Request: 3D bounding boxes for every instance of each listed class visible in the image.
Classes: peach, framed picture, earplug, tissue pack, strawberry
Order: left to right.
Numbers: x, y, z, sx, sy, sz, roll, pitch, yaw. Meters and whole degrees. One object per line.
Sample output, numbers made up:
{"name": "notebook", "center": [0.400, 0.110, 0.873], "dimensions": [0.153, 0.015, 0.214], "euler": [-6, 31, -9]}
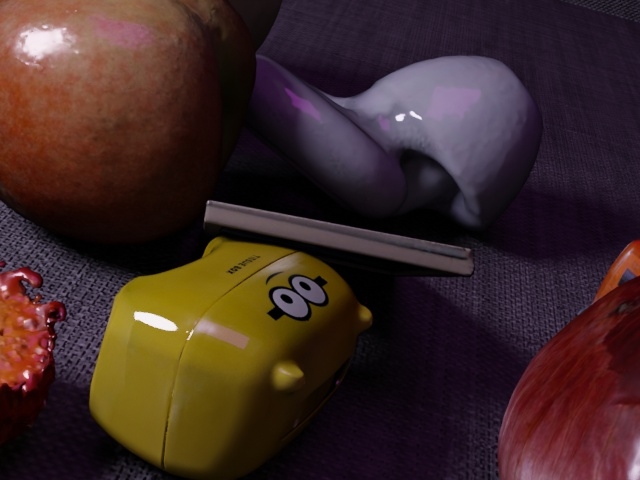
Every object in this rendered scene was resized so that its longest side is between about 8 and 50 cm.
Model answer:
{"name": "strawberry", "center": [-0.227, 0.073, 0.628], "dimensions": [0.145, 0.086, 0.145], "euler": [11, 27, -5]}
{"name": "peach", "center": [-0.178, -0.120, 0.867], "dimensions": [0.252, 0.252, 0.252], "euler": [12, 26, -6]}
{"name": "tissue pack", "center": [-0.051, 0.074, 0.678], "dimensions": [0.127, 0.123, 0.178], "euler": [23, 22, 18]}
{"name": "framed picture", "center": [0.000, 0.000, 0.829], "dimensions": [0.189, 0.023, 0.260], "euler": [12, -3, -7]}
{"name": "earplug", "center": [0.060, -0.109, 1.036], "dimensions": [0.325, 0.175, 0.214], "euler": [7, 15, -18]}

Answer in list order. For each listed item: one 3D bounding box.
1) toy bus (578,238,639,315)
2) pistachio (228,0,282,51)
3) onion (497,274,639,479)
{"name": "toy bus", "center": [0.370, 0.060, 0.935], "dimensions": [0.265, 0.120, 0.121], "euler": [0, 32, -27]}
{"name": "pistachio", "center": [-0.217, -0.308, 1.052], "dimensions": [0.365, 0.445, 0.281], "euler": [-16, 49, 8]}
{"name": "onion", "center": [0.276, 0.089, 0.617], "dimensions": [0.347, 0.285, 0.347], "euler": [-7, 15, 2]}
